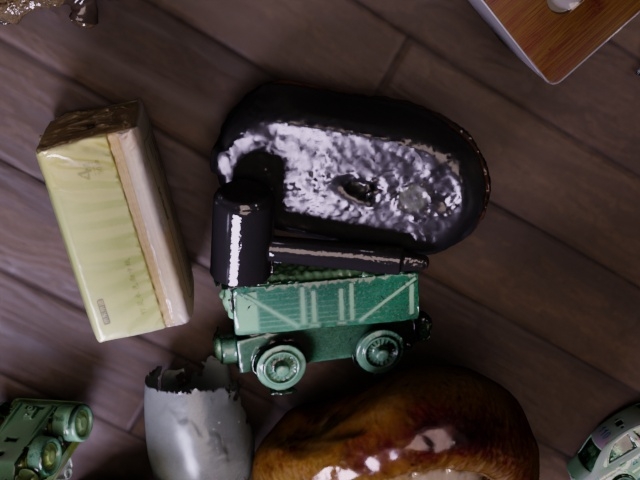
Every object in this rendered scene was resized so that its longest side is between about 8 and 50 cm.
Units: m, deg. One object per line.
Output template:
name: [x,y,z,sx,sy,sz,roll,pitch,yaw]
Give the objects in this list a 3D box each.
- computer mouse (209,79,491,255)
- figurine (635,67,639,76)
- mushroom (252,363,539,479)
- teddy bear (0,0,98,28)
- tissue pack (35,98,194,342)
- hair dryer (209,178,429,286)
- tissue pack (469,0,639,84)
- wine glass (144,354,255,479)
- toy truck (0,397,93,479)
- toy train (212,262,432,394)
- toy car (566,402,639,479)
computer mouse: [0.035,-0.083,1.440,0.323,0.116,0.183,12,113,4]
figurine: [0.424,-0.227,1.484,0.060,0.047,0.106,38,102,-8]
mushroom: [0.099,0.303,1.487,0.345,0.260,0.345,0,147,0]
teddy bear: [-0.283,-0.287,1.354,0.160,0.078,0.119,-7,105,-4]
tissue pack: [-0.227,-0.027,1.404,0.125,0.159,0.234,-14,110,-3]
hair dryer: [0.000,0.002,1.395,0.248,0.070,0.114,6,120,3]
tissue pack: [0.280,-0.324,1.373,0.246,0.136,0.159,-42,121,8]
wine glass: [-0.144,0.307,1.536,0.143,0.143,0.321,-5,109,-6]
toy truck: [-0.359,0.299,1.437,0.128,0.259,0.135,0,119,21]
toy train: [0.003,0.090,1.498,0.269,0.115,0.154,-4,114,-5]
toy car: [0.422,0.256,1.621,0.224,0.090,0.076,-35,103,4]
